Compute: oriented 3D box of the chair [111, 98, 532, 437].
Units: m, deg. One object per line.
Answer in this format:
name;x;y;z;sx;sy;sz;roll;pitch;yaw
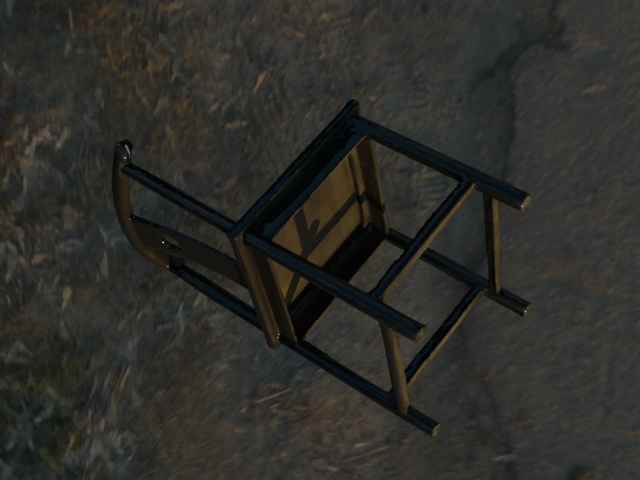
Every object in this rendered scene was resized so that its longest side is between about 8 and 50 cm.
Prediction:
chair;0.000;0.000;0.853;0.260;0.154;0.141;29;64;27
